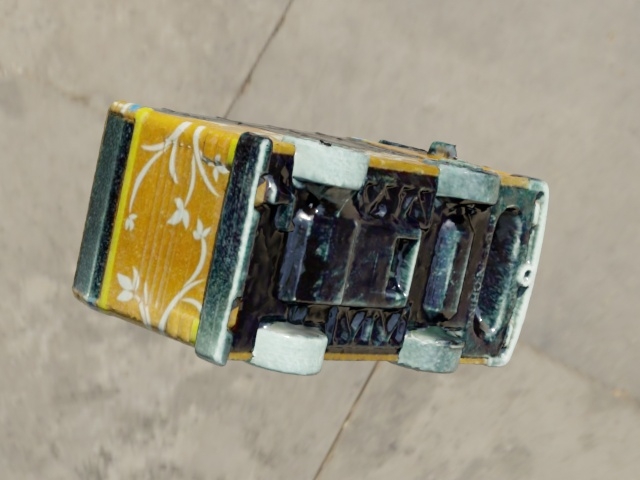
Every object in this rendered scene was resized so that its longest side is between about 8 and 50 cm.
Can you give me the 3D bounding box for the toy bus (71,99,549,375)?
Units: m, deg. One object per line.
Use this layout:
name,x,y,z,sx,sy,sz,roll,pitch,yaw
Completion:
toy bus,0.000,0.000,1.104,0.167,0.275,0.138,17,98,42
